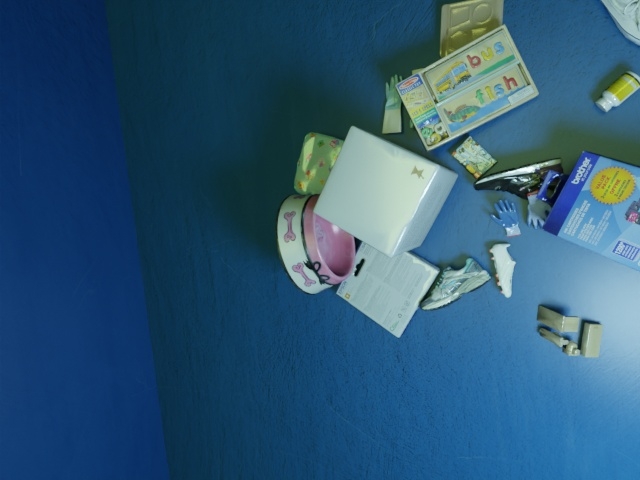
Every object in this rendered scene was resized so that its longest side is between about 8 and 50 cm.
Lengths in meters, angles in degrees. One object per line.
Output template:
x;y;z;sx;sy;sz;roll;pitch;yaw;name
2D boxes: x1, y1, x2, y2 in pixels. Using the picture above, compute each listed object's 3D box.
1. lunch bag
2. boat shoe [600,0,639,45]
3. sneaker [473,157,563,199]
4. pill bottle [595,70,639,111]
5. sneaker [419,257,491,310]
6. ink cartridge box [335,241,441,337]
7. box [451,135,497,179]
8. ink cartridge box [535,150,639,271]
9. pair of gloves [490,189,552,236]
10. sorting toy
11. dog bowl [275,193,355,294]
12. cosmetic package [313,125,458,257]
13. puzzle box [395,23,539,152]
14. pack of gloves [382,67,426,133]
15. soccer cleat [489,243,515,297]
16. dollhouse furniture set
0.018;-0.303;1.723;0.224;0.108;0.279;19;104;20;lunch bag
0.933;-0.729;1.186;0.136;0.156;0.367;-36;78;25;boat shoe
0.683;-0.190;1.400;0.283;0.107;0.124;-12;96;27;sneaker
0.930;-0.463;1.265;0.116;0.065;0.065;-46;75;22;pill bottle
0.494;0.171;1.542;0.283;0.110;0.122;-35;67;18;sneaker
0.269;0.170;1.663;0.330;0.071;0.324;34;109;24;ink cartridge box
0.564;-0.302;1.489;0.094;0.027;0.137;-46;74;22;box
0.870;-0.095;1.207;0.395;0.151;0.270;34;115;39;ink cartridge box
0.702;-0.090;1.409;0.198;0.023;0.159;-15;116;33;pair of gloves
0.541;-0.763;1.455;0.208;0.038;0.193;3;96;22;sorting toy
0.000;0.000;1.591;0.150;0.408;0.408;-12;89;28;dog bowl
0.248;-0.173;1.457;0.327;0.393;0.329;32;107;21;cosmetic package
0.506;-0.529;1.426;0.409;0.052;0.272;-26;88;15;puzzle box
0.344;-0.538;1.582;0.195;0.046;0.232;6;95;38;pack of gloves
0.668;0.106;1.456;0.076;0.068;0.196;-14;86;24;soccer cleat
0.856;0.312;1.399;0.151;0.123;0.144;2;97;-8;dollhouse furniture set
